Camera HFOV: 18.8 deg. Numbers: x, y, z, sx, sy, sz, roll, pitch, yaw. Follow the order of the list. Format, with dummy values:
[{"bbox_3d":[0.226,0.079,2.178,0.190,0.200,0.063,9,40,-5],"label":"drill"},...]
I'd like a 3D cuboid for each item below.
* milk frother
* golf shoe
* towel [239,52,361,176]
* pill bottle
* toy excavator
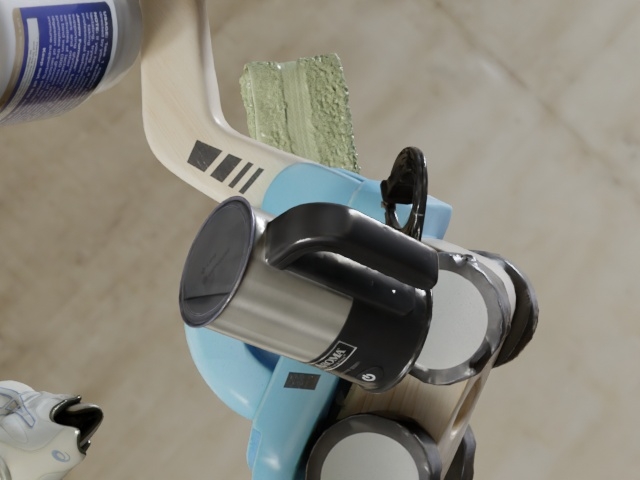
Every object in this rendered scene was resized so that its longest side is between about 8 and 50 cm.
[{"bbox_3d":[0.000,0.000,1.185,0.129,0.135,0.143,-50,32,30],"label":"milk frother"},{"bbox_3d":[-0.166,0.118,1.148,0.086,0.069,0.176,-19,12,0],"label":"golf shoe"},{"bbox_3d":[-0.018,-0.107,1.901,0.110,0.148,0.027,-8,0,-12],"label":"towel"},{"bbox_3d":[-0.255,-0.168,1.553,0.153,0.153,0.265,-47,-10,21],"label":"pill bottle"},{"bbox_3d":[-0.031,-0.010,1.651,0.433,0.445,0.222,-67,-13,6],"label":"toy excavator"}]
